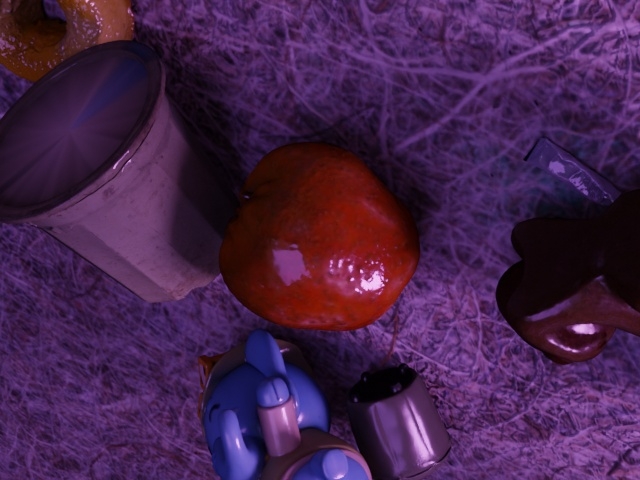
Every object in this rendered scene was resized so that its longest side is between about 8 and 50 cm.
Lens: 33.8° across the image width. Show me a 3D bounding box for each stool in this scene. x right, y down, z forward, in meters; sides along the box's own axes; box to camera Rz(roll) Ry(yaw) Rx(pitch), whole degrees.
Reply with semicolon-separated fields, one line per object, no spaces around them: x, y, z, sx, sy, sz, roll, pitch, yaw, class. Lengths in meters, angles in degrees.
0.079;0.190;1.087;0.096;0.096;0.110;-12;108;33;stool

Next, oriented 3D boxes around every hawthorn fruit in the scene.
0.000;0.000;0.971;0.189;0.189;0.189;13;123;21;hawthorn fruit

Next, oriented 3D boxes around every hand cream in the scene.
0.223;-0.056;0.915;0.093;0.019;0.030;38;131;13;hand cream

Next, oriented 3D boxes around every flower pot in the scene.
-0.190;-0.048;1.011;0.212;0.212;0.202;-3;143;30;flower pot

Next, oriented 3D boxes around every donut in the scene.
-0.275;-0.228;1.048;0.178;0.065;0.162;-15;110;33;donut

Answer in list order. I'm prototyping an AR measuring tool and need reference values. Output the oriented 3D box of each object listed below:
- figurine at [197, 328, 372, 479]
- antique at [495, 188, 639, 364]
-0.041;0.198;1.084;0.180;0.154;0.262;57;166;-29;figurine
0.265;0.040;0.883;0.257;0.121;0.143;-14;137;31;antique
